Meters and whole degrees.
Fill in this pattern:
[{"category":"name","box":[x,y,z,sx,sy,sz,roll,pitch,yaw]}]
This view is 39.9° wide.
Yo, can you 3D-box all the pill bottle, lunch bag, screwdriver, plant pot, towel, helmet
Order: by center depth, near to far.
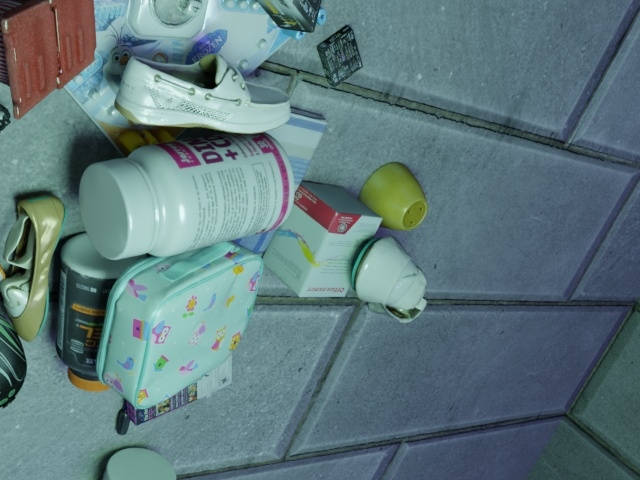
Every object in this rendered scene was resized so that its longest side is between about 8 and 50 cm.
[{"category":"helmet","box":[-0.507,0.164,1.249,0.169,0.169,0.161,-41,158,-11]},{"category":"pill bottle","box":[-0.189,-0.066,1.274,0.283,0.160,0.160,-16,131,-41]},{"category":"lunch bag","box":[-0.210,0.109,1.350,0.279,0.108,0.224,-29,139,-54]},{"category":"pill bottle","box":[-0.345,0.119,1.378,0.130,0.130,0.246,-14,130,-36]},{"category":"towel","box":[-0.115,-0.103,1.497,0.209,0.034,0.285,4,120,-48]},{"category":"screwdriver","box":[-0.346,0.281,1.605,0.025,0.024,0.170,-32,142,-68]},{"category":"pill bottle","box":[-0.373,0.544,1.678,0.162,0.162,0.278,-2,123,-43]},{"category":"plant pot","box":[0.154,-0.073,1.728,0.134,0.095,0.134,-25,135,-27]}]

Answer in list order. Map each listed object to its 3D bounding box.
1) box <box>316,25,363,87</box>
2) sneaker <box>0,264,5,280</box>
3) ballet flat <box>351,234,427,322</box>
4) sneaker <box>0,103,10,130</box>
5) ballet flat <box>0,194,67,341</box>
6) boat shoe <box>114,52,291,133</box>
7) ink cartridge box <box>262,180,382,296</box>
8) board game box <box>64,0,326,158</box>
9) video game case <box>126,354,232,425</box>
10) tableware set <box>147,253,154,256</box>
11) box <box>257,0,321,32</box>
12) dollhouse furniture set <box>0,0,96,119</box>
[{"category":"box","box":[0.034,-0.308,1.479,0.067,0.018,0.083,-39,140,-13]},{"category":"sneaker","box":[-0.497,0.002,1.130,0.121,0.099,0.262,-25,154,-15]},{"category":"ballet flat","box":[0.149,0.088,1.715,0.139,0.139,0.400,-46,166,-5]},{"category":"sneaker","box":[-0.480,-0.156,1.062,0.078,0.106,0.234,-31,178,34]},{"category":"ballet flat","box":[-0.431,0.041,1.278,0.073,0.080,0.232,-2,113,-50]},{"category":"boat shoe","box":[-0.148,-0.213,1.239,0.277,0.098,0.096,-5,125,-40]},{"category":"ink cartridge box","box":[0.000,0.000,1.613,0.128,0.127,0.176,5,117,-47]},{"category":"board game box","box":[-0.198,-0.331,1.214,0.390,0.050,0.390,-43,141,-8]},{"category":"video game case","box":[-0.254,0.200,1.590,0.210,0.042,0.232,-21,129,-33]},{"category":"tableware set","box":[-0.250,0.026,1.454,0.128,0.039,0.194,-12,129,1]},{"category":"box","box":[-0.042,-0.398,1.147,0.231,0.056,0.183,25,77,-74]},{"category":"dollhouse furniture set","box":[-0.364,-0.340,0.889,0.152,0.201,0.374,-56,158,-49]}]
